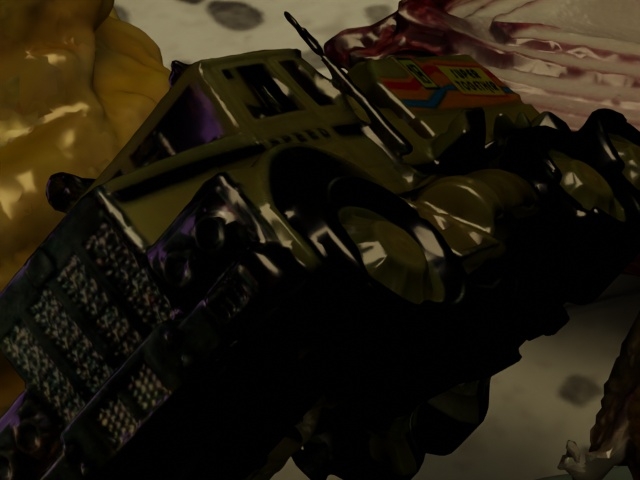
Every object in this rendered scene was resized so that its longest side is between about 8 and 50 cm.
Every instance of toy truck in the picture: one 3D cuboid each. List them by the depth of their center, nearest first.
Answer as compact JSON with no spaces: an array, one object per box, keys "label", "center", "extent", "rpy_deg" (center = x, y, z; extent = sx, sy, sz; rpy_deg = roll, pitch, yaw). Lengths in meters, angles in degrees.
[{"label":"toy truck","center":[0.002,0.004,0.511],"extent":[0.127,0.127,0.257],"rpy_deg":[48,25,9]}]

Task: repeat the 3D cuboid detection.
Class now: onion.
[{"label":"onion","center":[0.140,-0.057,0.732],"extent":[0.283,0.120,0.227],"rpy_deg":[-3,40,-5]}]

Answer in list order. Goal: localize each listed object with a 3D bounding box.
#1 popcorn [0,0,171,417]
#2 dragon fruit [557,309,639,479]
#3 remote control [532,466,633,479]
[{"label":"popcorn","center":[-0.141,-0.011,0.622],"extent":[0.250,0.250,0.190],"rpy_deg":[21,7,26]},{"label":"dragon fruit","center":[0.217,0.065,0.493],"extent":[0.269,0.250,0.291],"rpy_deg":[21,56,-8]},{"label":"remote control","center":[0.098,0.102,0.611],"extent":[0.162,0.029,0.061],"rpy_deg":[-12,42,-12]}]
